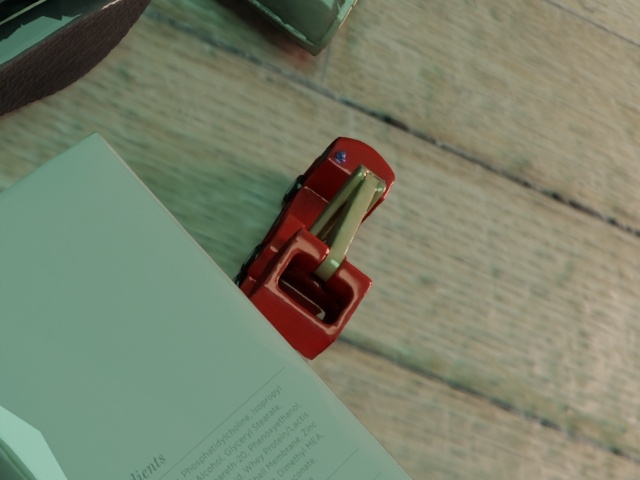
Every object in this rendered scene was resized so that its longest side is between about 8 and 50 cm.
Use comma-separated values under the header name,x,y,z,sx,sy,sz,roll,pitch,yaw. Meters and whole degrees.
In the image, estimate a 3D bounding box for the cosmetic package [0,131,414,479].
name,x,y,z,sx,sy,sz,roll,pitch,yaw
cosmetic package,-0.104,0.115,0.706,0.225,0.224,0.138,47,50,2

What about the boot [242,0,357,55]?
name,x,y,z,sx,sy,sz,roll,pitch,yaw
boot,-0.050,-0.240,1.053,0.208,0.076,0.190,26,66,-6

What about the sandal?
name,x,y,z,sx,sy,sz,roll,pitch,yaw
sandal,-0.182,-0.102,0.875,0.254,0.097,0.054,-35,85,-39

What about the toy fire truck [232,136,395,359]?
name,x,y,z,sx,sy,sz,roll,pitch,yaw
toy fire truck,0.000,0.000,0.895,0.047,0.135,0.192,36,51,-7
